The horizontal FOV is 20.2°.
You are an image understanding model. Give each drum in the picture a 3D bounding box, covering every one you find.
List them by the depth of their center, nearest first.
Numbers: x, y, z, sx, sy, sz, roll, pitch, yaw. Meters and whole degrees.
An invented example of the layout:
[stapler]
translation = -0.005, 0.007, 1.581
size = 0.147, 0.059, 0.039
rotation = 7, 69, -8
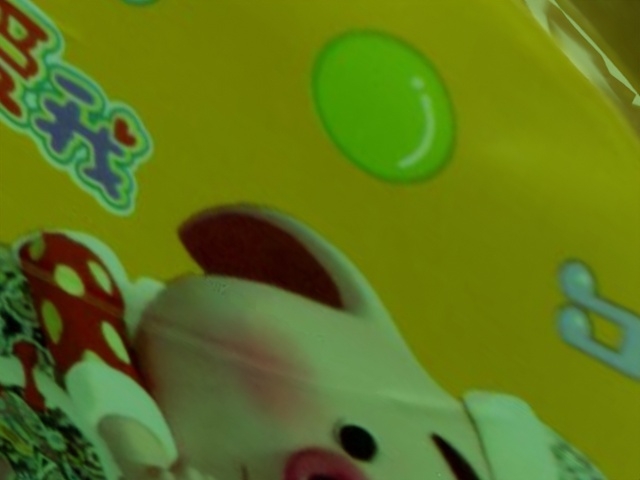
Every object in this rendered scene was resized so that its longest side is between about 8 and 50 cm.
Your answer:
[drum]
translation = 0.000, 0.000, 0.539
size = 0.431, 0.214, 0.431
rotation = 21, 132, 25
